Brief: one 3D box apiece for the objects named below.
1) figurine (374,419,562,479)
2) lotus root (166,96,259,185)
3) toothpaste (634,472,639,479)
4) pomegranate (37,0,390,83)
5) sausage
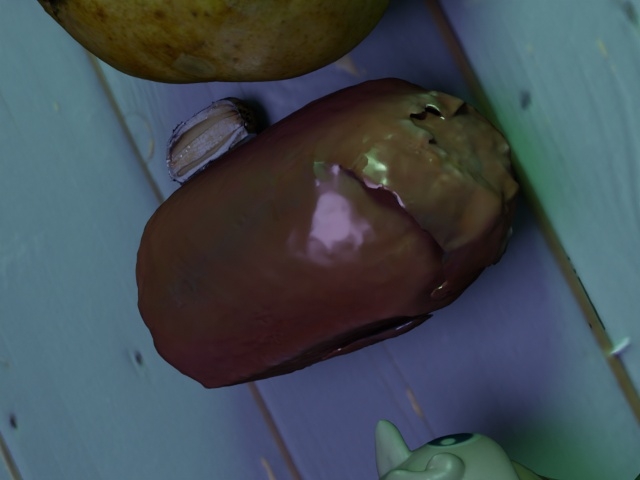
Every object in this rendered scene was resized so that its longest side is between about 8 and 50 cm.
[{"bbox_3d":[0.123,0.232,1.204,0.287,0.186,0.176,66,172,-21],"label":"figurine"},{"bbox_3d":[-0.072,-0.070,1.325,0.083,0.030,0.037,-34,79,37],"label":"lotus root"},{"bbox_3d":[0.249,0.089,1.056,0.392,0.098,0.061,-53,32,18],"label":"toothpaste"},{"bbox_3d":[-0.065,-0.218,1.155,0.260,0.260,0.260,11,109,35],"label":"pomegranate"},{"bbox_3d":[0.000,0.000,1.214,0.279,0.152,0.152,-26,86,38],"label":"sausage"}]
